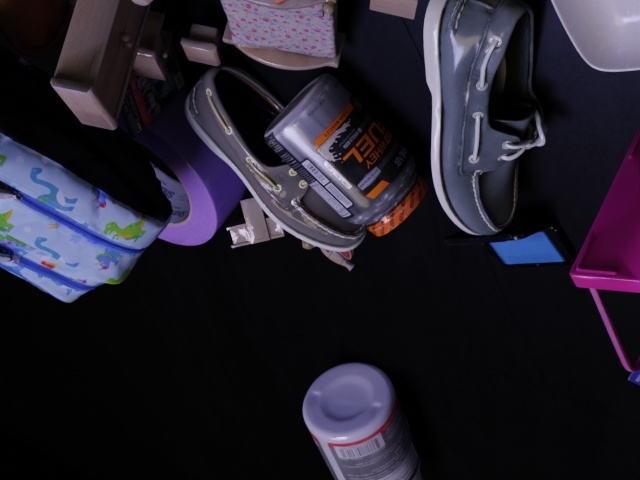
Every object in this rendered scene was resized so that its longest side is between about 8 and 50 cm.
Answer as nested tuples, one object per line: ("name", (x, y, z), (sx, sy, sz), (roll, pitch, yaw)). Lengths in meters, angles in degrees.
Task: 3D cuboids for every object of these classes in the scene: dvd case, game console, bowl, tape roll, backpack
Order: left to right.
("backpack", (-0.358, -0.087, 1.232), (0.356, 0.273, 0.290), (19, -162, -29))
("dvd case", (-0.228, -0.206, 1.320), (0.013, 0.119, 0.087), (20, 146, 26))
("tape roll", (-0.247, -0.120, 1.486), (0.275, 0.090, 0.274), (26, 147, 18))
("game console", (0.233, 0.013, 1.212), (0.122, 0.107, 0.071), (-6, 101, 48))
("bowl", (0.279, -0.222, 0.866), (0.142, 0.053, 0.142), (-3, 132, 45))

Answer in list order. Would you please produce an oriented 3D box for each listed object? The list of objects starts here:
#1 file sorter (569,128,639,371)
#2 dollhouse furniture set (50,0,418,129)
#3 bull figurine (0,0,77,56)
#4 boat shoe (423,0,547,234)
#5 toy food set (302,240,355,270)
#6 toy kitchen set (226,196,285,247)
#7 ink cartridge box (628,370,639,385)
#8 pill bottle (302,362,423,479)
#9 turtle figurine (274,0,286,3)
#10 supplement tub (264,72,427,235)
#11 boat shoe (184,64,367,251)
("file sorter", (0.426, 0.025, 0.915), (0.291, 0.202, 0.182), (4, 139, 42))
("dollhouse furniture set", (-0.087, -0.186, 1.092), (0.356, 0.173, 0.303), (13, 168, 5))
("bull figurine", (-0.393, -0.377, 1.187), (0.101, 0.188, 0.310), (10, 140, 36))
("boat shoe", (0.182, -0.121, 1.038), (0.099, 0.116, 0.319), (18, 140, 34))
("toy food set", (0.000, 0.000, 1.469), (0.122, 0.019, 0.078), (32, 149, 7))
("toy kitchen set", (-0.099, -0.037, 1.514), (0.083, 0.075, 0.068), (-13, 101, 8))
("ink cartridge box", (0.563, 0.236, 1.197), (0.371, 0.069, 0.175), (29, 149, 16))
("pill bottle", (0.084, 0.360, 1.732), (0.161, 0.161, 0.283), (13, 142, 34))
("turtle figurine", (0.078, -0.277, 0.862), (0.217, 0.087, 0.269), (4, 160, -23))
("supplement tub", (0.034, -0.101, 1.207), (0.190, 0.117, 0.117), (43, 148, -12))
("boat shoe", (-0.049, -0.105, 1.291), (0.305, 0.109, 0.091), (43, 153, -4))
